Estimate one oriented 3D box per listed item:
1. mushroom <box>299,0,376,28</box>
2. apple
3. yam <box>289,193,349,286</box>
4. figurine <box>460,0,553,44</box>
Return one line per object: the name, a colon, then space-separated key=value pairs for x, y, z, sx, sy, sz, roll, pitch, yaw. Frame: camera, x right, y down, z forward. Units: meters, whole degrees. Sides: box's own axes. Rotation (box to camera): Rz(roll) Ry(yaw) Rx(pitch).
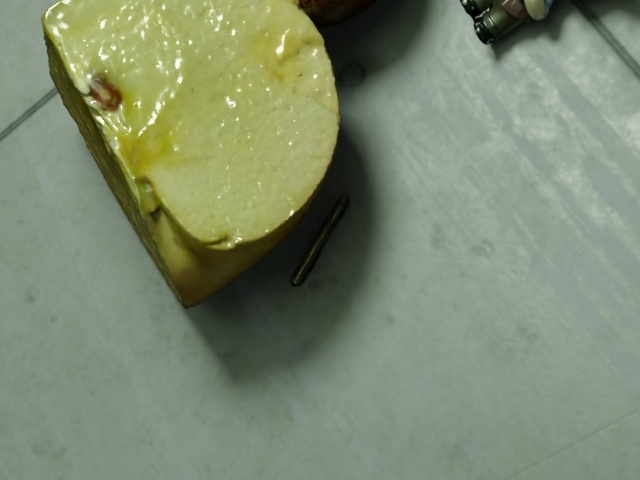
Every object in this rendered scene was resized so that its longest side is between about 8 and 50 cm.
mushroom: x=0.004 y=-0.316 z=1.562 sx=0.138 sy=0.194 sz=0.231 roll=-5 pitch=60 yaw=-24
apple: x=-0.134 y=-0.111 z=1.501 sx=0.314 sy=0.252 sz=0.309 roll=-36 pitch=85 yaw=32
yam: x=0.000 y=0.000 z=1.542 sx=0.014 sy=0.014 sz=0.107 roll=30 pitch=88 yaw=27
figurine: x=0.223 y=-0.269 z=1.478 sx=0.196 sy=0.108 sz=0.114 roll=-29 pitch=70 yaw=20
